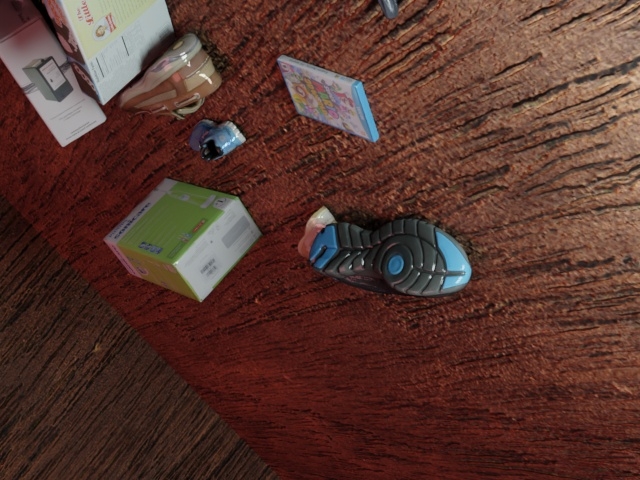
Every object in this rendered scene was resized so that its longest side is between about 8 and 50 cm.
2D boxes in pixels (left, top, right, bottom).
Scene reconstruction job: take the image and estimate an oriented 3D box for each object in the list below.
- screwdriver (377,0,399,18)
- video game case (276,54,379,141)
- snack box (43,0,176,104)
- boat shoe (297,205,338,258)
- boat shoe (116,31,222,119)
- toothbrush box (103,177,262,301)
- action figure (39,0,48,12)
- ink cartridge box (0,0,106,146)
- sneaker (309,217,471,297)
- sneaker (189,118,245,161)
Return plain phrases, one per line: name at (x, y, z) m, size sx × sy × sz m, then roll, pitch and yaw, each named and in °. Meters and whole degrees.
screwdriver at (0.063, -0.351, 1.360) m, size 0.024 × 0.025 × 0.170 m, roll 19°, pitch 149°, yaw 44°
video game case at (0.011, -0.221, 1.690) m, size 0.166 × 0.015 × 0.119 m, roll 25°, pitch 152°, yaw 36°
snack box at (-0.346, -0.390, 1.747) m, size 0.060 × 0.187 × 0.322 m, roll 32°, pitch 155°, yaw 24°
boat shoe at (0.000, 0.000, 2.045) m, size 0.059 × 0.063 × 0.170 m, roll 43°, pitch 158°, yaw 13°
boat shoe at (-0.271, -0.266, 1.943) m, size 0.116 × 0.123 × 0.324 m, roll 46°, pitch 159°, yaw -14°
toothbrush box at (-0.298, -0.008, 2.334) m, size 0.283 × 0.206 × 0.122 m, roll 16°, pitch 147°, yaw 46°
action figure at (-0.476, -0.414, 2.093) m, size 0.232 × 0.063 × 0.137 m, roll 46°, pitch 161°, yaw 1°
ink cartridge box at (-0.570, -0.357, 2.202) m, size 0.198 × 0.115 × 0.273 m, roll 48°, pitch 169°, yaw 47°
sneaker at (0.139, 0.035, 1.857) m, size 0.139 × 0.125 × 0.341 m, roll 26°, pitch 170°, yaw -41°
sneaker at (-0.211, -0.185, 2.043) m, size 0.063 × 0.073 × 0.162 m, roll 52°, pitch 156°, yaw -22°
